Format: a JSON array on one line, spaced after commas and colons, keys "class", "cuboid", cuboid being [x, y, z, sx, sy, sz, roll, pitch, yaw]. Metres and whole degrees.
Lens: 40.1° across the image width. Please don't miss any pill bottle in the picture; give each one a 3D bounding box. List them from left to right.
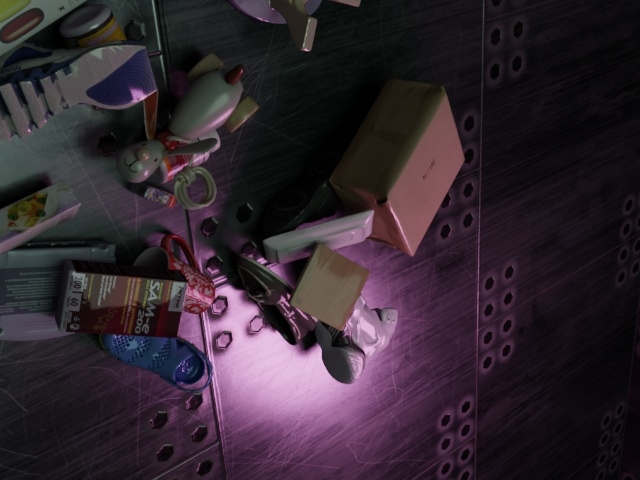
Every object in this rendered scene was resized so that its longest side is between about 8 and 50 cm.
[{"class": "pill bottle", "cuboid": [-0.402, -0.341, 1.645, 0.103, 0.103, 0.184, -42, 131, -21]}, {"class": "pill bottle", "cuboid": [-0.289, -0.188, 1.830, 0.152, 0.086, 0.086, -33, 127, -29]}]

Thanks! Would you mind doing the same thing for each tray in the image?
[{"class": "tray", "cuboid": [0.000, 0.000, 2.089, 0.270, 0.030, 0.145, -15, 159, -5]}]

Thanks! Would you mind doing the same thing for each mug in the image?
[{"class": "mug", "cuboid": [-0.307, 0.079, 1.916, 0.169, 0.113, 0.150, 34, 87, -49]}]

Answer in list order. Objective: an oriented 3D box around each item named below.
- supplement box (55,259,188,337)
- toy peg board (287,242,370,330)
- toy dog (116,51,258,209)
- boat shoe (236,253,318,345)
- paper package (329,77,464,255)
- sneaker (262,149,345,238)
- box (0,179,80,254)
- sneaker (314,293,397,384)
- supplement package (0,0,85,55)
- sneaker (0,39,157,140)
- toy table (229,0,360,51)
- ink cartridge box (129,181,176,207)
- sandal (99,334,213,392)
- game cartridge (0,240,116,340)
[{"class": "supplement box", "cuboid": [-0.397, 0.119, 1.754, 0.239, 0.073, 0.130, 6, 105, -26]}, {"class": "toy peg board", "cuboid": [0.007, 0.107, 2.100, 0.160, 0.079, 0.161, 29, 83, -26]}, {"class": "toy dog", "cuboid": [-0.246, -0.245, 1.726, 0.220, 0.161, 0.334, 27, 64, -14]}, {"class": "boat shoe", "cuboid": [-0.112, 0.153, 2.127, 0.095, 0.112, 0.335, -57, 139, -14]}, {"class": "paper package", "cuboid": [0.202, -0.179, 2.170, 0.325, 0.168, 0.309, -60, 149, -18]}, {"class": "sneaker", "cuboid": [-0.019, -0.088, 2.116, 0.286, 0.109, 0.130, -44, 136, -19]}, {"class": "box", "cuboid": [-0.592, -0.011, 1.599, 0.324, 0.063, 0.067, -34, 172, -36]}, {"class": "sneaker", "cuboid": [0.084, 0.180, 2.314, 0.210, 0.137, 0.366, -33, 122, -41]}, {"class": "supplement package", "cuboid": [-0.528, -0.419, 1.471, 0.244, 0.134, 0.139, -42, 131, -21]}, {"class": "sneaker", "cuboid": [-0.463, -0.299, 1.536, 0.315, 0.182, 0.127, -21, 134, -19]}, {"class": "toy table", "cuboid": [-0.058, -0.536, 1.841, 0.274, 0.161, 0.252, -15, 118, -39]}, {"class": "ink cartridge box", "cuboid": [-0.337, -0.093, 1.843, 0.115, 0.063, 0.029, 21, 92, -46]}, {"class": "sandal", "cuboid": [-0.346, 0.249, 1.935, 0.317, 0.138, 0.126, 34, 86, -44]}, {"class": "game cartridge", "cuboid": [-0.554, 0.100, 1.736, 0.294, 0.060, 0.196, -1, 105, -42]}]
